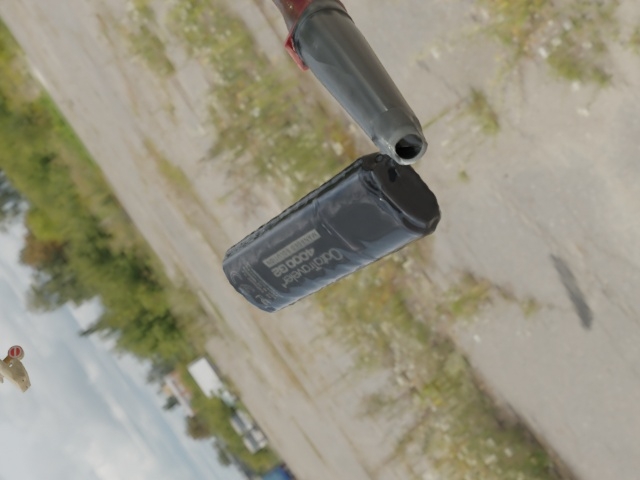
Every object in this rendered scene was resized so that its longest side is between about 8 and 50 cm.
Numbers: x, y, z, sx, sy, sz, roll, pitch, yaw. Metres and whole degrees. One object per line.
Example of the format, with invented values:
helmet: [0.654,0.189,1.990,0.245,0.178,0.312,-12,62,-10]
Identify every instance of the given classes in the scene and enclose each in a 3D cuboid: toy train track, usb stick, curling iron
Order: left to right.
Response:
toy train track: [-0.141,0.029,0.455,0.083,0.014,0.048,35,156,19]
curling iron: [-0.013,-0.103,0.550,0.068,0.035,0.274,14,-153,-31]
usb stick: [0.000,0.000,0.942,0.077,0.045,0.278,44,149,-9]
